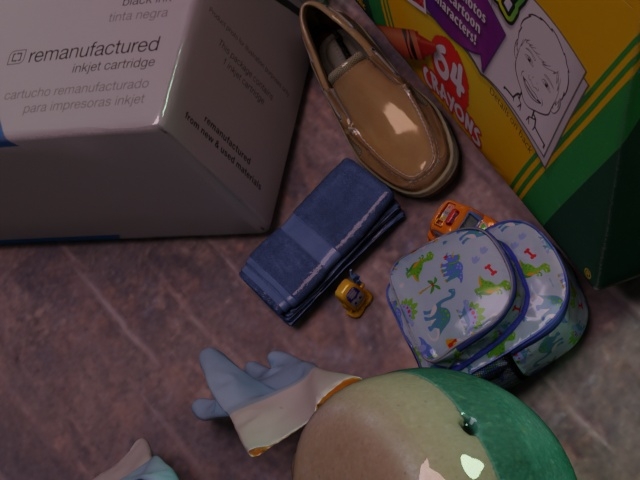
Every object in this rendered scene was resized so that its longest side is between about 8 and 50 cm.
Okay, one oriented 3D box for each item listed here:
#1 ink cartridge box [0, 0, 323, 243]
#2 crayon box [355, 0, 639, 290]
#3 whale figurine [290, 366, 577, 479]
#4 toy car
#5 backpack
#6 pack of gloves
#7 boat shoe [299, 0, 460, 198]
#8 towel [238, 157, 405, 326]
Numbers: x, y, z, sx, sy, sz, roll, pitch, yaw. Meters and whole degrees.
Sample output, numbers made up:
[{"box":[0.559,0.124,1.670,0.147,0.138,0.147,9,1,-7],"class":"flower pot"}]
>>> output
[{"box":[-0.153,-0.209,1.403,0.285,0.166,0.395,-3,61,30],"class":"ink cartridge box"},{"box":[0.134,-0.205,1.129,0.106,0.313,0.363,-19,47,-18],"class":"crayon box"},{"box":[0.060,0.194,1.034,0.216,0.141,0.272,55,142,38],"class":"whale figurine"},{"box":[0.067,0.017,1.218,0.122,0.040,0.060,-42,50,2],"class":"toy car"},{"box":[0.107,0.042,1.151,0.114,0.084,0.105,-30,54,9],"class":"backpack"},{"box":[-0.091,0.118,1.148,0.195,0.046,0.232,-32,7,-12],"class":"pack of gloves"},{"box":[0.031,-0.105,1.290,0.068,0.072,0.190,-41,50,4],"class":"boat shoe"},{"box":[0.000,0.000,1.276,0.119,0.029,0.067,-47,50,0],"class":"towel"}]
